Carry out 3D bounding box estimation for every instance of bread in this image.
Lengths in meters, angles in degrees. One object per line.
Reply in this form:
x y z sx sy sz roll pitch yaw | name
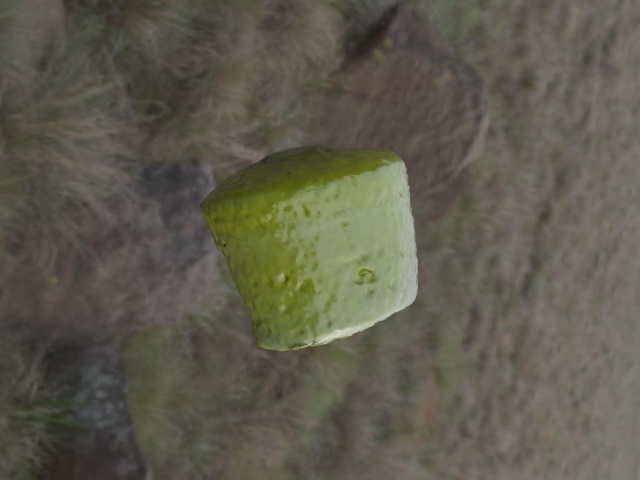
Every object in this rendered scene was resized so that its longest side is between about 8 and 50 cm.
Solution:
0.000 0.000 0.695 0.111 0.129 0.114 -160 -126 -75 | bread
